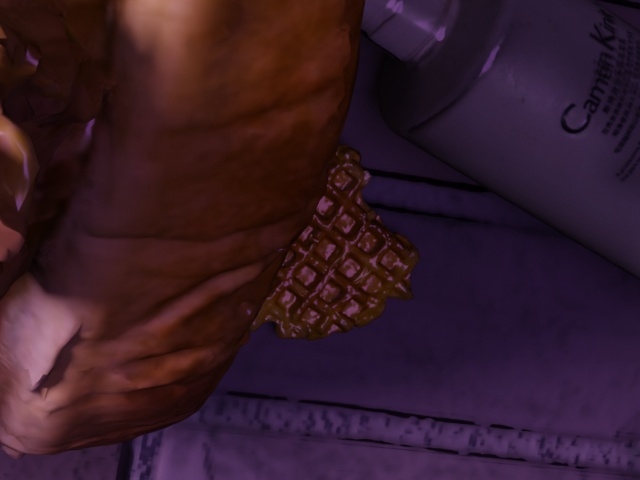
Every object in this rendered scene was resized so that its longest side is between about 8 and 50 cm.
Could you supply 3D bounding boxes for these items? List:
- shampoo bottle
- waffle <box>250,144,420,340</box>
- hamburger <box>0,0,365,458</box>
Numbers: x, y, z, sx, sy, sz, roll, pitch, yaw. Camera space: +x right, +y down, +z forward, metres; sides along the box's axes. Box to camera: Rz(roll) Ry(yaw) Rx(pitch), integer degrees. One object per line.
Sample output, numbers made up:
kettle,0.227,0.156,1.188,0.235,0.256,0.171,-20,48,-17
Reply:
shampoo bottle,0.109,-0.043,0.661,0.262,0.085,0.085,29,91,-24
waffle,-0.002,0.000,0.664,0.078,0.016,0.085,-23,109,-15
hamburger,-0.126,-0.123,0.445,0.268,0.287,0.445,-4,102,-19
